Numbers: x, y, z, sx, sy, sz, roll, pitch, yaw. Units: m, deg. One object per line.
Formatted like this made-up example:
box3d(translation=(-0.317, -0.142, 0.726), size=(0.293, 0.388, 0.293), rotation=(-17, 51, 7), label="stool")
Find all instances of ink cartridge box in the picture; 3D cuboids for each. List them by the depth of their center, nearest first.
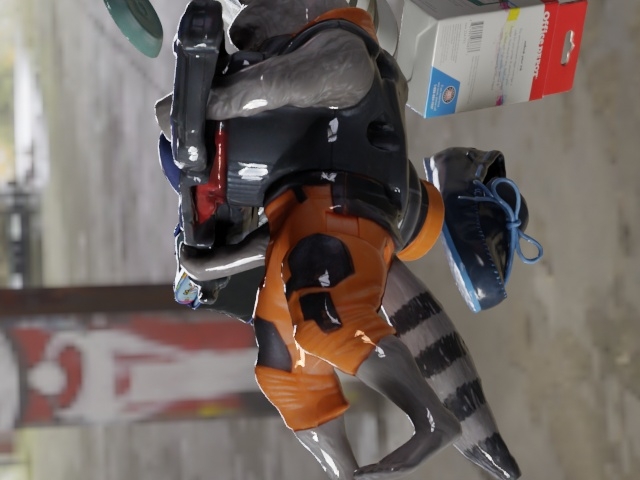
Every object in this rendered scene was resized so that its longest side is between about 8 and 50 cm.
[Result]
box3d(translation=(0.211, -0.240, 2.369), size=(0.078, 0.231, 0.134), rotation=(42, 134, 46), label="ink cartridge box")

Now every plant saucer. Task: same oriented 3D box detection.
box3d(translation=(-0.229, -0.282, 2.376), size=(0.119, 0.021, 0.119), rotation=(50, -161, -24), label="plant saucer")

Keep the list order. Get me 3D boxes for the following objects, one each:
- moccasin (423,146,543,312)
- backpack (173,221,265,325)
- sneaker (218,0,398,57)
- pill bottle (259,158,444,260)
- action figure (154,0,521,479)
box3d(translation=(0.199, -0.038, 2.359), size=(0.342, 0.116, 0.138), rotation=(-98, -9, -57), label="moccasin")
box3d(translation=(-0.084, -0.022, 2.023), size=(0.158, 0.116, 0.173), rotation=(129, 149, -48), label="backpack")
box3d(translation=(-0.119, -0.324, 1.649), size=(0.447, 0.169, 0.257), rotation=(41, 170, 28), label="sneaker")
box3d(translation=(0.009, -0.046, 1.887), size=(0.130, 0.245, 0.130), rotation=(-19, 64, 43), label="pill bottle")
box3d(translation=(0.000, 0.000, 1.144), size=(0.341, 0.178, 0.330), rotation=(101, 160, -74), label="action figure")
